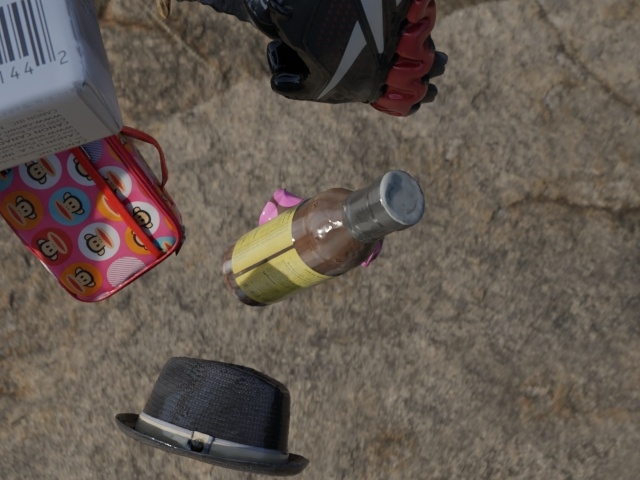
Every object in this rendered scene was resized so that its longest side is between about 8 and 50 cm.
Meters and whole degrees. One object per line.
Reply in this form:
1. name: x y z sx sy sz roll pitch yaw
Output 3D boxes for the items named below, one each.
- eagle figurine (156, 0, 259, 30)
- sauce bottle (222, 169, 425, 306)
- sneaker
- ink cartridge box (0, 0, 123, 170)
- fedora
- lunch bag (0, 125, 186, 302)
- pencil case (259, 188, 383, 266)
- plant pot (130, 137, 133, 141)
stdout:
1. eagle figurine: -0.107 -0.359 1.070 0.298 0.226 0.225 12 75 36
2. sauce bottle: 0.000 0.000 1.270 0.111 0.344 0.111 12 68 -33
3. sneaker: 0.019 -0.183 0.597 0.135 0.276 0.098 -5 53 -11
4. ink cartridge box: -0.268 -0.133 0.464 0.296 0.066 0.261 -17 77 1
5. fedora: -0.167 0.281 1.649 0.334 0.334 0.153 14 84 4
6. lunch bag: -0.355 -0.071 1.560 0.258 0.293 0.120 -32 22 7
7. pencil case: 0.007 -0.019 1.657 0.209 0.098 0.095 20 61 15
8. plant pot: -0.468 -0.152 1.796 0.180 0.201 0.201 33 58 -22
